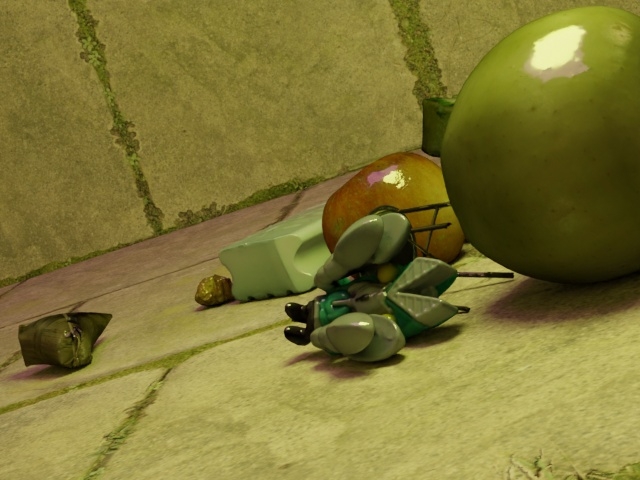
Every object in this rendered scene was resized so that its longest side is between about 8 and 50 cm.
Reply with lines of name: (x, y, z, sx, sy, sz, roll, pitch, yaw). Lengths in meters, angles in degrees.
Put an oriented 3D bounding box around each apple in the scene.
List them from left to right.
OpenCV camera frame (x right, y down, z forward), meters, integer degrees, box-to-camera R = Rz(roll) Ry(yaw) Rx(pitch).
apple: (0.128, -0.029, 2.000, 0.237, 0.207, 0.237, -30, -7, -4)
apple: (0.326, -0.113, 1.529, 0.357, 0.357, 0.357, -19, 8, 3)

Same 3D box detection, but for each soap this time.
soap: (0.000, 0.000, 2.296, 0.208, 0.115, 0.347, -10, 12, 45)

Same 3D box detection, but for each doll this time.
doll: (0.055, 0.092, 1.570, 0.258, 0.195, 0.153, -43, -38, 22)

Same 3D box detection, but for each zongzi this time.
zongzi: (-0.432, 0.176, 2.229, 0.204, 0.094, 0.205, -14, 8, -37)

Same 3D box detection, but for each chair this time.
chair: (0.099, 0.033, 1.745, 0.326, 0.170, 0.160, -3, 19, 41)

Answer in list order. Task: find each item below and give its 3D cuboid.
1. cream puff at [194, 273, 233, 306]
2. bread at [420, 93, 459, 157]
cream puff: (-0.203, 0.095, 2.321, 0.083, 0.058, 0.083, -20, 6, -22)
bread: (0.387, -0.216, 2.338, 0.382, 0.129, 0.366, 5, 7, 8)
